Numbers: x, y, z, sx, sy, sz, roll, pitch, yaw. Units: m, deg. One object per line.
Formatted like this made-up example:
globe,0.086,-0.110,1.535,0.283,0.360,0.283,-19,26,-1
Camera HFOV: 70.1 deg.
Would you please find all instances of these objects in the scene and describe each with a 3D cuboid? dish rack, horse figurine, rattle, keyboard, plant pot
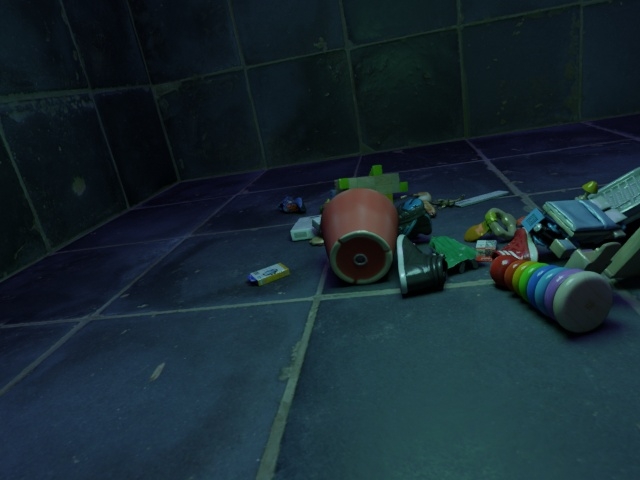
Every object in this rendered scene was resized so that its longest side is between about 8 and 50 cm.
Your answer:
dish rack,0.942,-0.107,1.457,0.285,0.072,0.333,-39,1,34
horse figurine,0.435,-0.163,2.032,0.174,0.066,0.263,-8,21,23
rattle,0.634,-0.034,1.620,0.200,0.142,0.130,-8,46,-42
keyboard,0.710,-0.188,2.033,0.256,0.014,0.072,-15,20,-14
plant pot,0.129,-0.001,1.491,0.275,0.275,0.243,-8,29,8

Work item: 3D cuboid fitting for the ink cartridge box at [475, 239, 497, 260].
ink cartridge box,0.538,0.032,1.481,0.063,0.029,0.115,-1,21,24

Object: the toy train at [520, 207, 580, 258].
toy train,0.690,-0.019,1.358,0.184,0.080,0.105,24,32,-24

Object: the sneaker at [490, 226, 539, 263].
sneaker,0.588,0.020,1.410,0.128,0.087,0.221,-4,19,15

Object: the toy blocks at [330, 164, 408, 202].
toy blocks,0.201,-0.267,2.278,0.381,0.190,0.261,-10,8,-26

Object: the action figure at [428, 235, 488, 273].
action figure,0.421,0.034,1.489,0.137,0.063,0.232,-16,24,-9

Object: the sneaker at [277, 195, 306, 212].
sneaker,-0.147,-0.173,2.366,0.087,0.083,0.221,-35,22,-22

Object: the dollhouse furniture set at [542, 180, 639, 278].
dollhouse furniture set,0.726,-0.076,1.192,0.286,0.198,0.303,-2,43,-20

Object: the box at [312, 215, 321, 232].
box,0.078,-0.051,1.851,0.145,0.038,0.186,-23,43,-32

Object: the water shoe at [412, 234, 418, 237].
water shoe,0.297,-0.052,1.779,0.203,0.073,0.080,2,20,29

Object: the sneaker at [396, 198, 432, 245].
sneaker,0.242,-0.022,1.673,0.341,0.139,0.125,-23,22,24

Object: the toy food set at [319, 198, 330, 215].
toy food set,0.053,-0.157,2.202,0.128,0.071,0.218,-10,20,1

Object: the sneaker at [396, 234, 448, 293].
sneaker,0.312,0.065,1.412,0.147,0.104,0.295,-5,26,9

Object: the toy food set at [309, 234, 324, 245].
toy food set,0.000,0.000,1.867,0.083,0.020,0.082,-17,21,-19

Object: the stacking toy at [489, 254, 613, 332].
stacking toy,0.547,0.109,1.147,0.141,0.141,0.330,-14,13,-9

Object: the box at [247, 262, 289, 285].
box,-0.186,0.122,1.615,0.136,0.028,0.081,-21,22,-22

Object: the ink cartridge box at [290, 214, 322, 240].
ink cartridge box,-0.023,-0.062,2.019,0.181,0.056,0.224,-7,15,10

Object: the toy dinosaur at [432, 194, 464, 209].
toy dinosaur,0.548,-0.165,2.025,0.183,0.053,0.093,-6,6,45
